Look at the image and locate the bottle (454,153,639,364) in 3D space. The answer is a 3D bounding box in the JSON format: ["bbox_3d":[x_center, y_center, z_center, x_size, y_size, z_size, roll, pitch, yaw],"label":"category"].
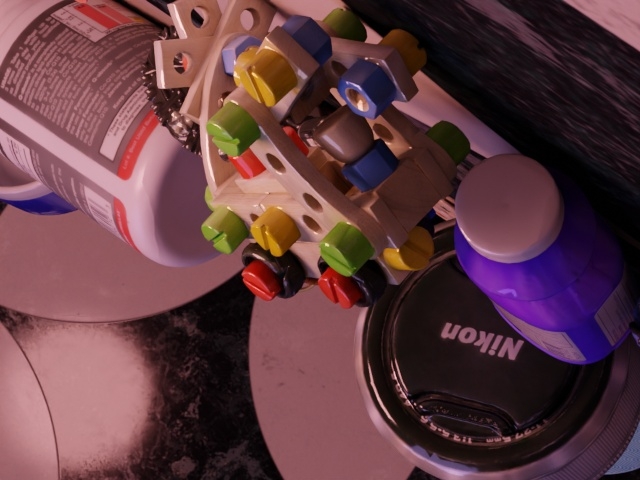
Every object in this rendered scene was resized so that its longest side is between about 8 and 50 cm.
[{"bbox_3d":[0.151,0.010,1.262,0.118,0.092,0.283,39,179,22],"label":"bottle"}]

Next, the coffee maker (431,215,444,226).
[{"bbox_3d":[0.060,0.000,1.914,0.178,0.120,0.171,35,176,-35],"label":"coffee maker"}]

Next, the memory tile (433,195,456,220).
[{"bbox_3d":[0.147,-0.014,1.752,0.148,0.012,0.113,32,177,30],"label":"memory tile"}]

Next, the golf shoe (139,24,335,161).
[{"bbox_3d":[-0.044,-0.098,1.671,0.273,0.105,0.120,34,-175,16],"label":"golf shoe"}]

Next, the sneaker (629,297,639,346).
[{"bbox_3d":[0.264,0.069,1.307,0.087,0.083,0.221,47,175,14],"label":"sneaker"}]

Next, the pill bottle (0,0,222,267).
[{"bbox_3d":[-0.227,-0.140,1.944,0.363,0.210,0.210,33,177,33],"label":"pill bottle"}]

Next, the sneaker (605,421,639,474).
[{"bbox_3d":[0.230,0.122,1.953,0.319,0.208,0.127,17,127,19],"label":"sneaker"}]

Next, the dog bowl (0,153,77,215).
[{"bbox_3d":[-0.358,-0.170,2.402,0.265,0.265,0.104,33,180,32],"label":"dog bowl"}]

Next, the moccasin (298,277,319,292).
[{"bbox_3d":[0.001,0.001,2.341,0.380,0.147,0.139,33,177,31],"label":"moccasin"}]

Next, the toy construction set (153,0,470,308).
[{"bbox_3d":[-0.024,-0.066,1.219,0.215,0.151,0.327,53,171,-22],"label":"toy construction set"}]

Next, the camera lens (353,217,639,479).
[{"bbox_3d":[0.157,0.107,1.541,0.219,0.219,0.274,33,177,19],"label":"camera lens"}]

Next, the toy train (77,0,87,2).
[{"bbox_3d":[-0.238,-0.261,1.662,0.166,0.046,0.125,36,177,-25],"label":"toy train"}]
